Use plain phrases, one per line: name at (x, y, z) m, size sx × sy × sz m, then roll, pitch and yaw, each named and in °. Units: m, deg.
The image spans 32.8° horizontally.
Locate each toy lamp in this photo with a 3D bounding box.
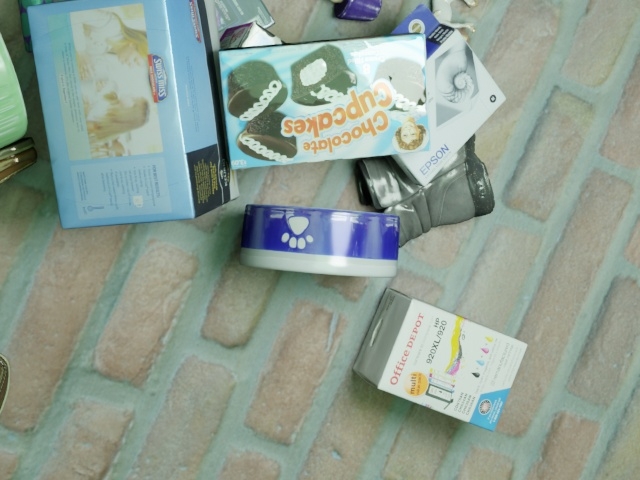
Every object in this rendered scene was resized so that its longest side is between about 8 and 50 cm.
toy lamp at (-0.024, -0.443, 1.872) m, size 0.275 × 0.080 × 0.080 m, roll 14°, pitch 90°, yaw -23°

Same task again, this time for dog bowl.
dog bowl at (0.000, 0.000, 1.819) m, size 0.265 × 0.265 × 0.104 m, roll 5°, pitch 91°, yaw -14°

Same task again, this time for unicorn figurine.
unicorn figurine at (0.224, -0.401, 1.953) m, size 0.111 × 0.060 × 0.161 m, roll 10°, pitch 61°, yaw -17°

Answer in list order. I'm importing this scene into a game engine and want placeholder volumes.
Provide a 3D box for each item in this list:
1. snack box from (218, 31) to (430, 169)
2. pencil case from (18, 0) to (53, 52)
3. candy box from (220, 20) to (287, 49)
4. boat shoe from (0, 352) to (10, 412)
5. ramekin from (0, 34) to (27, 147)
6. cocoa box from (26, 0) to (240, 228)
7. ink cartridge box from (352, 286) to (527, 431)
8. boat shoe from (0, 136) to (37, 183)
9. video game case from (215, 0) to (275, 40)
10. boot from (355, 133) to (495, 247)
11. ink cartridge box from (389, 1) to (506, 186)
snack box at (0.008, -0.221, 1.717) m, size 0.322 × 0.060 × 0.187 m, roll -6°, pitch 105°, yaw -5°
pencil case at (-0.459, -0.384, 1.782) m, size 0.070 × 0.064 × 0.151 m, roll -9°, pitch 96°, yaw 2°
candy box at (-0.057, -0.272, 1.829) m, size 0.233 × 0.159 × 0.071 m, roll 31°, pitch 85°, yaw -22°
boat shoe at (-0.586, 0.303, 1.777) m, size 0.095 × 0.095 × 0.257 m, roll 28°, pitch 87°, yaw -14°
ramekin at (-0.563, -0.261, 1.650) m, size 0.148 × 0.303 × 0.303 m, roll -24°, pitch 99°, yaw -19°
cocoa box at (-0.284, -0.209, 1.702) m, size 0.232 × 0.228 × 0.347 m, roll -4°, pitch 101°, yaw 15°
ink cartridge box at (0.208, 0.209, 1.934) m, size 0.233 × 0.168 × 0.171 m, roll 22°, pitch 89°, yaw -14°
boat shoe at (-0.586, -0.064, 1.757) m, size 0.307 × 0.111 × 0.104 m, roll -26°, pitch 103°, yaw -1°
video game case at (-0.242, -0.384, 1.858) m, size 0.274 × 0.026 × 0.196 m, roll -34°, pitch 101°, yaw -11°
boot at (0.162, -0.166, 1.932) m, size 0.223 × 0.118 × 0.338 m, roll -18°, pitch 93°, yaw -7°
ink cartridge box at (0.174, -0.245, 1.819) m, size 0.223 × 0.045 × 0.224 m, roll -47°, pitch 114°, yaw -10°
